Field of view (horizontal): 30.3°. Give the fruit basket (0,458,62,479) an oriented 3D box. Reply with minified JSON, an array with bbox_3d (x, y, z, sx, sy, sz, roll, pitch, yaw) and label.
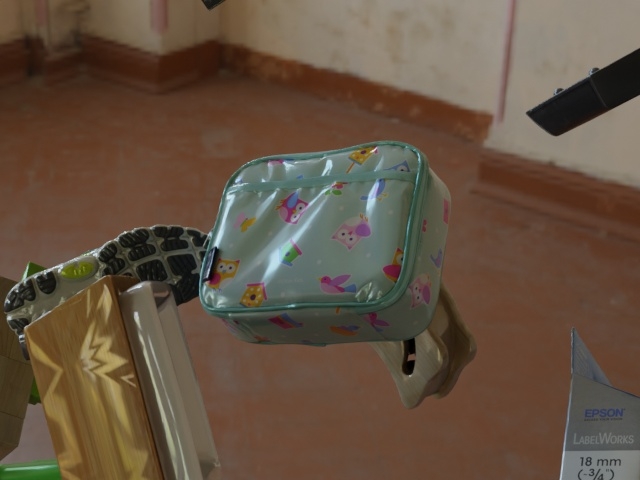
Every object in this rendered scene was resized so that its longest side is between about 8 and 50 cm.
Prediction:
[{"bbox_3d":[-0.327,0.411,1.439,0.392,0.282,0.392,-16,-12,-4],"label":"fruit basket"}]

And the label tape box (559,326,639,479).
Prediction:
[{"bbox_3d":[0.382,0.302,1.452,0.106,0.240,0.333,-8,51,30],"label":"label tape box"}]

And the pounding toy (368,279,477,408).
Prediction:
[{"bbox_3d":[0.068,0.094,1.546,0.155,0.154,0.269,-11,68,-47],"label":"pounding toy"}]

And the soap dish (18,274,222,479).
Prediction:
[{"bbox_3d":[-0.170,0.149,1.053,0.118,0.228,0.291,-15,-1,-5],"label":"soap dish"}]

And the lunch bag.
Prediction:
[{"bbox_3d":[0.000,0.000,1.324,0.279,0.108,0.224,-3,62,29],"label":"lunch bag"}]

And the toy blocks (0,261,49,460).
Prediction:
[{"bbox_3d":[-0.579,0.250,2.002,0.191,0.261,0.381,24,48,-27],"label":"toy blocks"}]

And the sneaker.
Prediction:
[{"bbox_3d":[-0.256,0.042,1.464,0.275,0.107,0.110,-15,9,0],"label":"sneaker"}]

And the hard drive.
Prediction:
[{"bbox_3d":[0.382,-0.206,1.396,0.255,0.054,0.172,-29,0,-20],"label":"hard drive"}]

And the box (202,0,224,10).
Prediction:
[{"bbox_3d":[-0.081,-0.208,0.818,0.018,0.083,0.067,-26,16,34],"label":"box"}]
